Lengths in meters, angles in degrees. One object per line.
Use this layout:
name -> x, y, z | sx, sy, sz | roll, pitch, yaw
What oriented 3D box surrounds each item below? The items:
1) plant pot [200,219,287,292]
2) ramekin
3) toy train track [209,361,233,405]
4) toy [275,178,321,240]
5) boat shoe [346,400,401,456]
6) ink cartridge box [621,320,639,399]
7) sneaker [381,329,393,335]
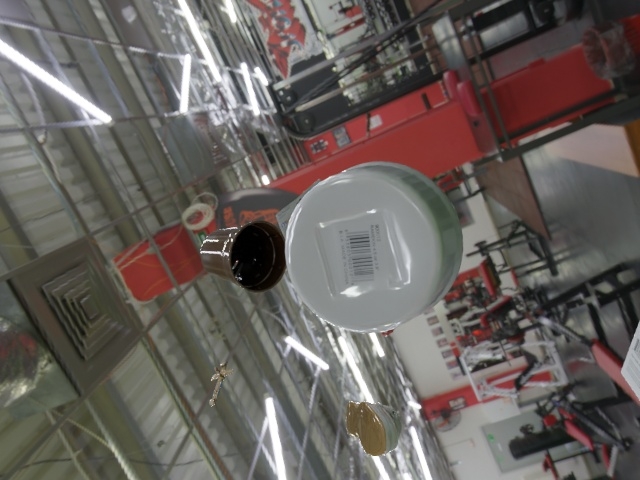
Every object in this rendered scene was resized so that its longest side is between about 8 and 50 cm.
plant pot -> -0.193, 0.036, 1.229 | 0.167, 0.165, 0.167 | -1, -89, -43
ramekin -> 0.078, 0.012, 0.816 | 0.277, 0.277, 0.135 | 68, -158, 2
toy train track -> -0.174, 0.238, 0.865 | 0.014, 0.048, 0.083 | 50, -151, -31
toy -> 0.000, 0.000, 1.140 | 0.056, 0.137, 0.237 | 26, 147, 39
boat shoe -> 0.127, 0.388, 1.087 | 0.277, 0.096, 0.098 | 139, 135, -78
ink cartridge box -> 0.641, 0.186, 0.863 | 0.197, 0.114, 0.272 | -85, -4, -62
sneaker -> 0.114, 0.060, 0.962 | 0.221, 0.128, 0.087 | 61, -171, -2
